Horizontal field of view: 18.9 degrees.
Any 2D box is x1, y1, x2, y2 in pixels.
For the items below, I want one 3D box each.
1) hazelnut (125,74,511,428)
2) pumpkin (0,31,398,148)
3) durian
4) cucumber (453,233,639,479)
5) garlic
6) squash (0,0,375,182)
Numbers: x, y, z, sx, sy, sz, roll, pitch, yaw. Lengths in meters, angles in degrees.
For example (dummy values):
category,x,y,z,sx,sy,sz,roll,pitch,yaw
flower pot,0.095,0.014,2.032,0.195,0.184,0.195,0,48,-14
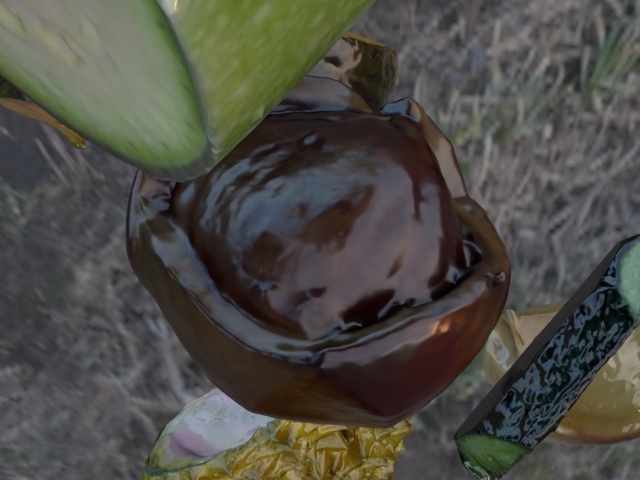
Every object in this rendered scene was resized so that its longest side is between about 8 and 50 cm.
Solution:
category,x,y,z,sx,sy,sz,roll,pitch,yaw
hazelnut,-0.005,0.005,0.986,0.201,0.160,0.170,43,41,9
pumpkin,-0.094,-0.123,1.482,0.317,0.222,0.139,14,86,22
durian,-0.053,0.189,1.830,0.305,0.195,0.185,-23,84,8
cucumber,0.141,0.080,1.147,0.046,0.070,0.220,34,118,-1
garlic,0.321,0.096,1.843,0.338,0.196,0.151,-14,58,-7
squash,-0.004,-0.245,0.659,0.263,0.263,0.384,40,75,11
